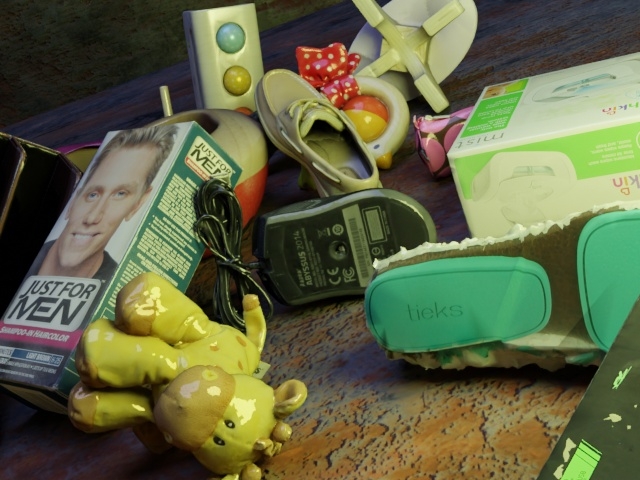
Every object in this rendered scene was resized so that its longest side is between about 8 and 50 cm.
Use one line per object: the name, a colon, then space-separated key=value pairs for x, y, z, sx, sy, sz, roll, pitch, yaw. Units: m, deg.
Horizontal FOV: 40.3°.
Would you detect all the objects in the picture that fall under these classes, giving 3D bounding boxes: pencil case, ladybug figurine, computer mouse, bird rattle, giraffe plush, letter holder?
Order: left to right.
letter holder: x=-0.443 y=0.017 z=1.154 sx=0.214 sy=0.152 sz=0.302 roll=30 pitch=100 yaw=61
ladybug figurine: x=-0.218 y=-0.083 z=1.373 sx=0.305 sy=0.162 sz=0.449 roll=-25 pitch=22 yaw=-6
giraffe plush: x=-0.107 y=0.147 z=0.794 sx=0.210 sy=0.181 sz=0.170 roll=6 pitch=20 yaw=-29
computer mouse: x=0.000 y=0.000 z=1.013 sx=0.272 sy=0.188 sz=0.072 roll=-7 pitch=11 yaw=12
bird rattle: x=0.042 y=-0.197 z=1.402 sx=0.207 sy=0.143 sz=0.253 roll=12 pitch=59 yaw=13
pencil case: x=0.235 y=-0.159 z=1.217 sx=0.209 sy=0.098 sz=0.095 roll=-19 pitch=22 yaw=6

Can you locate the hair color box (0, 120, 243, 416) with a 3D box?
hair color box: x=-0.244 y=0.030 z=1.025 sx=0.174 sy=0.105 sz=0.347 roll=0 pitch=57 yaw=40

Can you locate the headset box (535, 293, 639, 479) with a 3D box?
headset box: x=0.273 y=0.132 z=0.464 sx=0.283 sy=0.131 sz=0.246 roll=-2 pitch=29 yaw=41

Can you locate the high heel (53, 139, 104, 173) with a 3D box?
high heel: x=-0.465 y=-0.150 z=1.791 sx=0.377 sy=0.127 sz=0.181 roll=-24 pitch=11 yaw=-15

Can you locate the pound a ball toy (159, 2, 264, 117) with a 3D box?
pound a ball toy: x=-0.206 y=-0.279 z=1.675 sx=0.208 sy=0.319 sz=0.136 roll=-12 pitch=17 yaw=-19

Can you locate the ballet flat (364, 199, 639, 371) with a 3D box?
ballet flat: x=0.226 y=0.039 z=0.742 sx=0.409 sy=0.147 sz=0.147 roll=-3 pitch=29 yaw=37

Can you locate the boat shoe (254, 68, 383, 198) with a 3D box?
boat shoe: x=-0.003 y=-0.156 z=1.233 sx=0.109 sy=0.098 sz=0.302 roll=-23 pitch=57 yaw=-15

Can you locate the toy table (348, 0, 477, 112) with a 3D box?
toy table: x=0.152 y=-0.346 z=1.560 sx=0.274 sy=0.252 sz=0.161 roll=-48 pitch=1 yaw=19

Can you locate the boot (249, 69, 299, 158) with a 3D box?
boot: x=-0.079 y=-0.230 z=1.602 sx=0.263 sy=0.091 sz=0.229 roll=-29 pitch=20 yaw=36

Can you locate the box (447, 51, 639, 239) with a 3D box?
box: x=0.306 y=-0.111 z=1.008 sx=0.262 sy=0.127 sz=0.231 roll=-9 pitch=24 yaw=27
